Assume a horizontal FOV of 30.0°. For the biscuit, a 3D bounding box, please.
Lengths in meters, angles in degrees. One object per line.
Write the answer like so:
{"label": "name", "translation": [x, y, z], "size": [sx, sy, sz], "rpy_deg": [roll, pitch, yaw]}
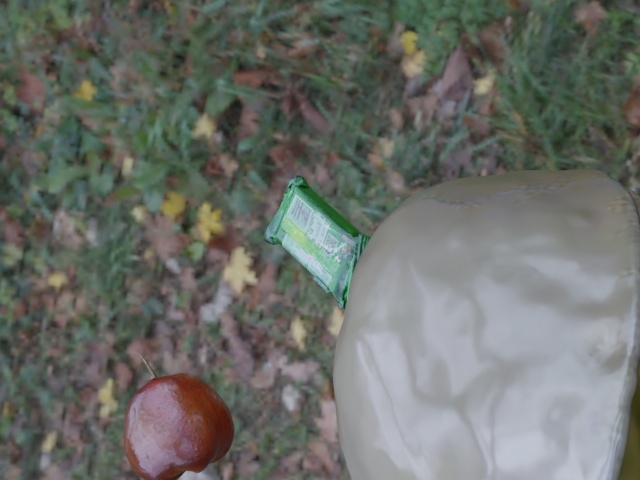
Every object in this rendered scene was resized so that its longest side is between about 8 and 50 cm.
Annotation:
{"label": "biscuit", "translation": [0.000, 0.000, 0.676], "size": [0.089, 0.016, 0.046], "rpy_deg": [43, 114, 49]}

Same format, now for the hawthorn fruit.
{"label": "hawthorn fruit", "translation": [-0.155, 0.199, 1.308], "size": [0.125, 0.125, 0.140], "rpy_deg": [-26, 54, 50]}

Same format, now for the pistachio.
{"label": "pistachio", "translation": [0.071, 0.058, 0.423], "size": [0.152, 0.126, 0.223], "rpy_deg": [-52, 23, 33]}
